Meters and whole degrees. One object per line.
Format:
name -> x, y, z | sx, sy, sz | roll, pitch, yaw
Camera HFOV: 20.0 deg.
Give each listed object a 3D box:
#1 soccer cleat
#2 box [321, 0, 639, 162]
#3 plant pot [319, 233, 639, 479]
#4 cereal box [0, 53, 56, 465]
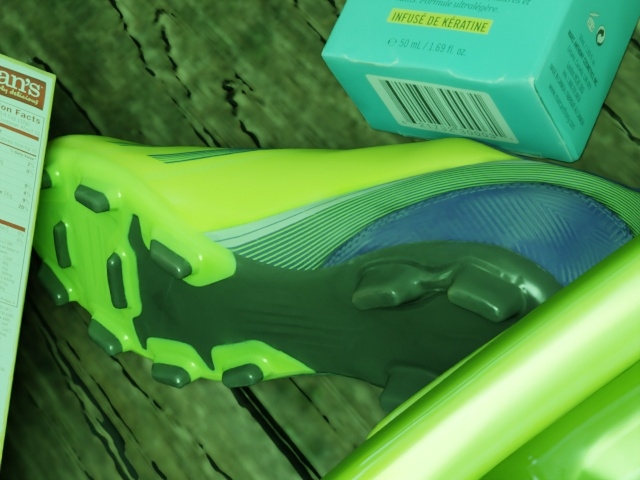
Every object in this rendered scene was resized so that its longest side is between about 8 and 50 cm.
soccer cleat -> 0.001, 0.001, 0.719 | 0.289, 0.093, 0.121 | 11, 35, 37
box -> 0.099, -0.155, 0.767 | 0.101, 0.060, 0.244 | 11, 66, 32
plant pot -> 0.144, 0.084, 0.459 | 0.227, 0.207, 0.228 | -35, 90, 2
cereal box -> -0.174, 0.061, 0.727 | 0.173, 0.047, 0.240 | -38, 40, 46
